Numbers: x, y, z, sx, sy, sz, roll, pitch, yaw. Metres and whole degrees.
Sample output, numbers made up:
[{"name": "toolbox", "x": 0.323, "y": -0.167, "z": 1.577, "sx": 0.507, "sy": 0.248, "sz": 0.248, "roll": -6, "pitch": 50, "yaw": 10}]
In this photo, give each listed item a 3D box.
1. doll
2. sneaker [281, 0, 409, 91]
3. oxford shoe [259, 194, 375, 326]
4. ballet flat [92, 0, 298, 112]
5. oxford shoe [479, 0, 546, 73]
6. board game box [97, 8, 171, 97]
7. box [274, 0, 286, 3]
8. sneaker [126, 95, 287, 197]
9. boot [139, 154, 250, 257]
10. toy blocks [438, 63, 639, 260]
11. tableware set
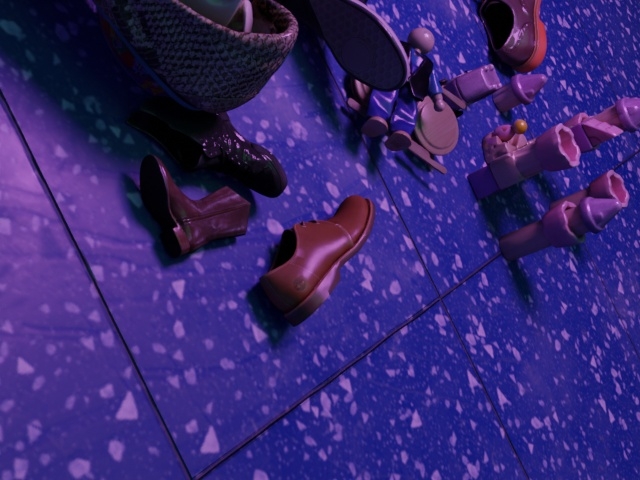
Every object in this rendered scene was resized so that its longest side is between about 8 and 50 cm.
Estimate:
[{"name": "doll", "x": 0.114, "y": -0.207, "z": 1.216, "sx": 0.129, "sy": 0.046, "sz": 0.189, "roll": 29, "pitch": 59, "yaw": -17}, {"name": "sneaker", "x": 0.055, "y": -0.294, "z": 1.188, "sx": 0.226, "sy": 0.086, "sz": 0.163, "roll": 46, "pitch": 36, "yaw": 8}, {"name": "oxford shoe", "x": 0.000, "y": 0.000, "z": 1.009, "sx": 0.076, "sy": 0.076, "sz": 0.212, "roll": 45, "pitch": 40, "yaw": -7}, {"name": "ballet flat", "x": -0.207, "y": -0.319, "z": 0.819, "sx": 0.483, "sy": 0.182, "sz": 0.164, "roll": 41, "pitch": 39, "yaw": -19}, {"name": "oxford shoe", "x": 0.333, "y": -0.432, "z": 1.623, "sx": 0.098, "sy": 0.097, "sz": 0.271, "roll": 14, "pitch": 59, "yaw": -37}, {"name": "board game box", "x": -0.156, "y": -0.224, "z": 0.979, "sx": 0.169, "sy": 0.033, "sz": 0.133, "roll": -27, "pitch": 91, "yaw": -52}, {"name": "box", "x": -0.101, "y": -0.402, "z": 1.061, "sx": 0.159, "sy": 0.044, "sz": 0.233, "roll": 100, "pitch": -32, "yaw": -85}, {"name": "sneaker", "x": -0.112, "y": -0.090, "z": 0.945, "sx": 0.170, "sy": 0.051, "sz": 0.089, "roll": 47, "pitch": 40, "yaw": -14}, {"name": "boot", "x": -0.121, "y": -0.044, "z": 0.916, "sx": 0.114, "sy": 0.037, "sz": 0.106, "roll": -24, "pitch": 102, "yaw": -49}, {"name": "toy blocks", "x": 0.380, "y": -0.168, "z": 1.391, "sx": 0.288, "sy": 0.260, "sz": 0.309, "roll": -27, "pitch": 91, "yaw": -52}, {"name": "tableware set", "x": 0.112, "y": -0.182, "z": 1.265, "sx": 0.194, "sy": 0.039, "sz": 0.128, "roll": 32, "pitch": 63, "yaw": -27}]
